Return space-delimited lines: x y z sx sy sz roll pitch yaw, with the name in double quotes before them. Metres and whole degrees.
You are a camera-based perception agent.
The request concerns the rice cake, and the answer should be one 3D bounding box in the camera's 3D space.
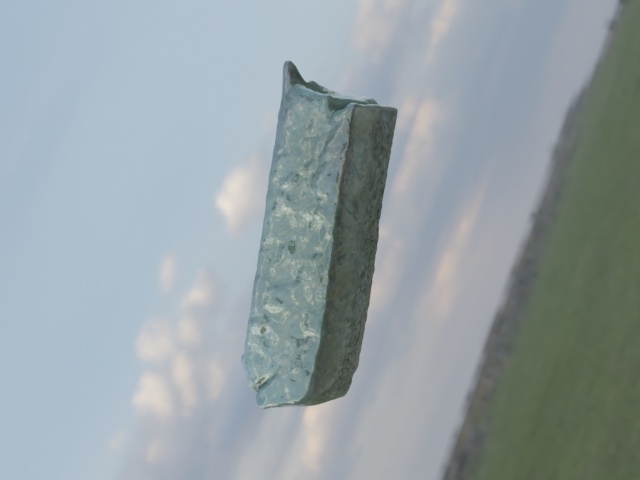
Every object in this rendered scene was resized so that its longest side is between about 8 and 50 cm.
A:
"rice cake" 0.000 0.001 1.082 0.069 0.063 0.206 9 -89 -63
